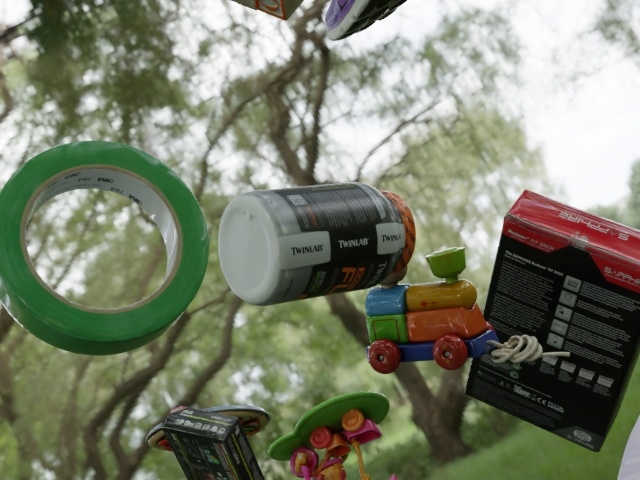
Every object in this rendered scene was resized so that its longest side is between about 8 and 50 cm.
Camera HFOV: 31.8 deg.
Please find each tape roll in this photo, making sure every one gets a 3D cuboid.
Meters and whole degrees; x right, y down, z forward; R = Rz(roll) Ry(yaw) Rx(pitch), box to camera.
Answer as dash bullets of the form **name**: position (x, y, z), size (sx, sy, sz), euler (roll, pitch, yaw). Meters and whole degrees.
- **tape roll**: position (-0.331, 0.009, 1.677), size (0.321, 0.321, 0.077), euler (-23, -12, -28)

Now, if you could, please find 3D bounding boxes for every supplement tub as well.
- **supplement tub**: position (0.000, 0.000, 1.162), size (0.190, 0.117, 0.117), euler (-7, -22, -37)

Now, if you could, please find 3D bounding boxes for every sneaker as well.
- **sneaker**: position (0.038, -0.215, 0.835), size (0.068, 0.071, 0.170), euler (-31, -15, -29)

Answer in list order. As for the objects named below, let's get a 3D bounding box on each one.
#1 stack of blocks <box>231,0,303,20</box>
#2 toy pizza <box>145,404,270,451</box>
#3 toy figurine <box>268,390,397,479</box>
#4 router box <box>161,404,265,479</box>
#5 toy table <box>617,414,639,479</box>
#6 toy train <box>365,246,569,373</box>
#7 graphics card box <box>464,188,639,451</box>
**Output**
- **stack of blocks**: position (-0.102, -0.400, 1.231), size (0.087, 0.171, 0.297), euler (-54, -25, -26)
- **toy pizza**: position (-0.176, 0.309, 1.785), size (0.201, 0.032, 0.201), euler (-11, -24, -5)
- **toy figurine**: position (0.032, 0.300, 1.404), size (0.173, 0.159, 0.130), euler (-29, -34, 11)
- **router box**: position (-0.128, 0.257, 1.351), size (0.092, 0.122, 0.038), euler (7, 44, 29)
- **toy table**: position (0.303, 0.223, 0.826), size (0.274, 0.252, 0.161), euler (-56, -29, -26)
- **toy train**: position (0.163, 0.071, 1.307), size (0.248, 0.144, 0.105), euler (-8, 5, 33)
- **graphics card box**: position (0.357, 0.124, 1.649), size (0.094, 0.232, 0.371), euler (-48, -28, -45)
